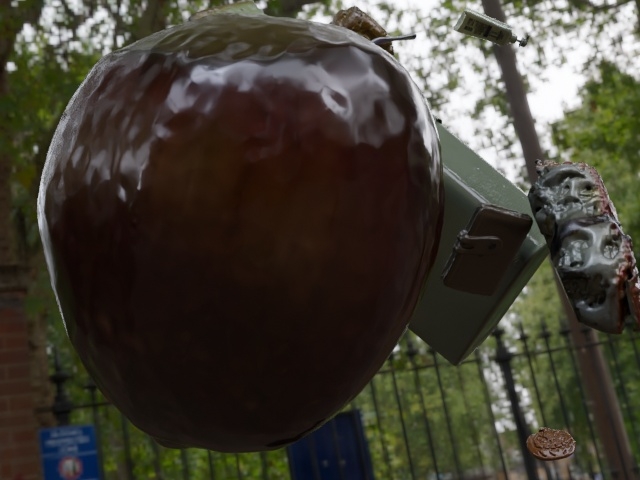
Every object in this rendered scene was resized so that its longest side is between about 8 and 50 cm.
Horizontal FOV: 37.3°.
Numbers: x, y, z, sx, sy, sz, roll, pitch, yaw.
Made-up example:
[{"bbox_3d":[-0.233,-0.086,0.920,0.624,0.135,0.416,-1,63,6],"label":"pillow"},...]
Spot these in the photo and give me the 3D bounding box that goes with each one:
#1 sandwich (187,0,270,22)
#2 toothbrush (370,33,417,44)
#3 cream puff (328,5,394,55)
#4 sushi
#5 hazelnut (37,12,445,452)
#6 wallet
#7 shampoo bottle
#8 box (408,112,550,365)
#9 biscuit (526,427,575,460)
[{"bbox_3d":[-0.112,-0.179,1.254,0.128,0.122,0.236,-27,-35,-38],"label":"sandwich"},{"bbox_3d":[0.092,-0.299,1.428,0.131,0.013,0.011,-14,-44,-27],"label":"toothbrush"},{"bbox_3d":[0.073,-0.389,1.851,0.103,0.144,0.126,-44,-49,8],"label":"cream puff"},{"bbox_3d":[0.407,0.005,1.467,0.130,0.332,0.124,-14,-44,12],"label":"sushi"},{"bbox_3d":[-0.080,-0.009,0.870,0.421,0.421,0.353,-21,-36,30],"label":"hazelnut"},{"bbox_3d":[0.265,0.017,1.516,0.118,0.039,0.153,12,-62,-25],"label":"wallet"},{"bbox_3d":[0.320,-0.388,1.763,0.141,0.034,0.049,18,-57,-12],"label":"shampoo bottle"},{"bbox_3d":[0.224,0.001,1.780,0.177,0.344,0.352,-32,-24,-47],"label":"box"},{"bbox_3d":[0.442,0.389,1.825,0.091,0.078,0.015,-10,-51,-10],"label":"biscuit"}]
